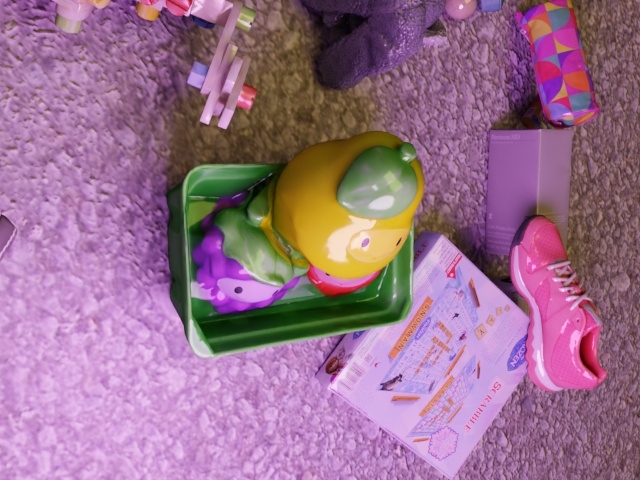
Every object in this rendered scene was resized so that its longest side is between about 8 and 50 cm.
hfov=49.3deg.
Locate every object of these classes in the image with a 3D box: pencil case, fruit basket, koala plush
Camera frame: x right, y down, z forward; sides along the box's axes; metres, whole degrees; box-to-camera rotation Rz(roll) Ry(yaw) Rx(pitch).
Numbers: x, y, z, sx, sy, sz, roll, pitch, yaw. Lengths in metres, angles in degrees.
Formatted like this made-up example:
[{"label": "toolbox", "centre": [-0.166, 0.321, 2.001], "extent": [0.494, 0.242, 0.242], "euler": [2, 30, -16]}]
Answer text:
[{"label": "pencil case", "centre": [0.440, -0.326, 1.292], "extent": [0.104, 0.104, 0.236], "euler": [-5, 77, -33]}, {"label": "fruit basket", "centre": [0.000, 0.000, 0.921], "extent": [0.392, 0.392, 0.283], "euler": [-5, 99, -33]}, {"label": "koala plush", "centre": [0.116, -0.356, 1.068], "extent": [0.221, 0.203, 0.196], "euler": [-32, 114, -39]}]

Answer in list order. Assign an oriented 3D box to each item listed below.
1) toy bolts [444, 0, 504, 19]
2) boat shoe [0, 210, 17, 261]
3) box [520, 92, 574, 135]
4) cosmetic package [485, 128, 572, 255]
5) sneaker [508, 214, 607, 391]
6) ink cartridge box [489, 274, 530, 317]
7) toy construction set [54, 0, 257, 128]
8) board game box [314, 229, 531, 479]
[{"label": "toy bolts", "centre": [0.253, -0.495, 1.175], "extent": [0.158, 0.218, 0.228], "euler": [-27, 132, 3]}, {"label": "boat shoe", "centre": [-0.439, 0.098, 0.795], "extent": [0.091, 0.109, 0.305], "euler": [39, 81, -32]}, {"label": "box", "centre": [0.462, -0.224, 1.403], "extent": [0.136, 0.028, 0.081], "euler": [47, 70, -27]}, {"label": "cosmetic package", "centre": [0.391, -0.093, 1.314], "extent": [0.107, 0.127, 0.238], "euler": [-8, 99, -34]}, {"label": "sneaker", "centre": [0.422, 0.106, 1.192], "extent": [0.116, 0.136, 0.313], "euler": [-12, 93, -32]}, {"label": "ink cartridge box", "centre": [0.376, 0.138, 1.367], "extent": [0.175, 0.072, 0.127], "euler": [-9, 101, -32]}, {"label": "toy construction set", "centre": [-0.200, -0.287, 0.836], "extent": [0.328, 0.215, 0.151], "euler": [33, 121, -21]}, {"label": "board game box", "centre": [0.204, 0.202, 1.216], "extent": [0.318, 0.066, 0.318], "euler": [41, 82, -22]}]
